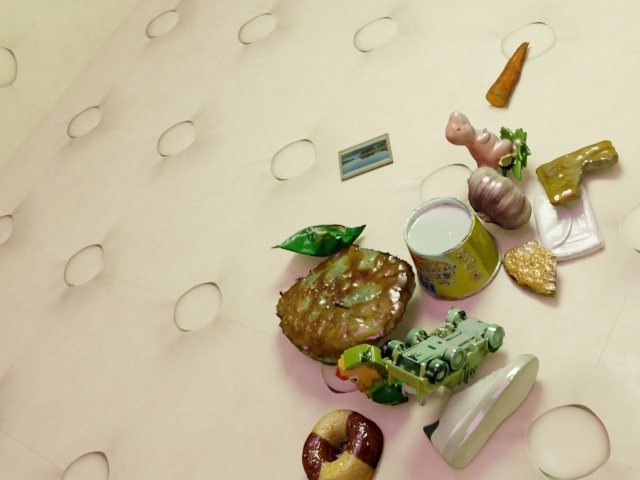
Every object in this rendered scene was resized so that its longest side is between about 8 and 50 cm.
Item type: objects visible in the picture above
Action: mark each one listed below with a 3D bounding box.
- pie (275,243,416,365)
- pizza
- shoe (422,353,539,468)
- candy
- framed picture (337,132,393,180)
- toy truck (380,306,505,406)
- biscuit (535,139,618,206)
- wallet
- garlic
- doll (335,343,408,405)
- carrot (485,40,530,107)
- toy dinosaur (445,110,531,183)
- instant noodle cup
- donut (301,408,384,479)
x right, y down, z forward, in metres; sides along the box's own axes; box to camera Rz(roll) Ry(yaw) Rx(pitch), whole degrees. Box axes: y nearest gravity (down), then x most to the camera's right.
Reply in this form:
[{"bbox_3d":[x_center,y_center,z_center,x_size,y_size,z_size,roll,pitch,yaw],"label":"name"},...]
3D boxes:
[{"bbox_3d":[0.057,0.143,1.772,0.355,0.103,0.288,13,59,49],"label":"pie"},{"bbox_3d":[0.451,0.058,1.676,0.099,0.036,0.160,-53,45,3],"label":"pizza"},{"bbox_3d":[0.303,0.305,1.530,0.265,0.095,0.110,-49,45,-9],"label":"shoe"},{"bbox_3d":[0.000,0.004,1.929,0.203,0.141,0.078,-9,79,29],"label":"candy"},{"bbox_3d":[0.119,-0.222,2.115,0.149,0.011,0.109,-19,48,15],"label":"framed picture"},{"bbox_3d":[0.243,0.236,1.566,0.259,0.135,0.128,-26,33,-37],"label":"toy truck"},{"bbox_3d":[0.572,-0.151,1.746,0.183,0.039,0.174,-23,26,11],"label":"biscuit"},{"bbox_3d":[0.530,-0.040,1.716,0.124,0.032,0.183,-15,48,16],"label":"wallet"},{"bbox_3d":[0.388,-0.083,1.747,0.102,0.159,0.147,-49,20,-5],"label":"garlic"},{"bbox_3d":[0.123,0.266,1.614,0.134,0.186,0.106,-41,38,37],"label":"doll"},{"bbox_3d":[0.490,-0.438,2.048,0.057,0.057,0.224,10,58,36],"label":"carrot"},{"bbox_3d":[0.378,-0.203,1.814,0.177,0.194,0.152,-11,22,-16],"label":"toy dinosaur"},{"bbox_3d":[0.282,0.009,1.738,0.205,0.153,0.205,-15,50,18],"label":"instant noodle cup"},{"bbox_3d":[0.039,0.425,1.604,0.166,0.073,0.184,20,65,42],"label":"donut"}]
